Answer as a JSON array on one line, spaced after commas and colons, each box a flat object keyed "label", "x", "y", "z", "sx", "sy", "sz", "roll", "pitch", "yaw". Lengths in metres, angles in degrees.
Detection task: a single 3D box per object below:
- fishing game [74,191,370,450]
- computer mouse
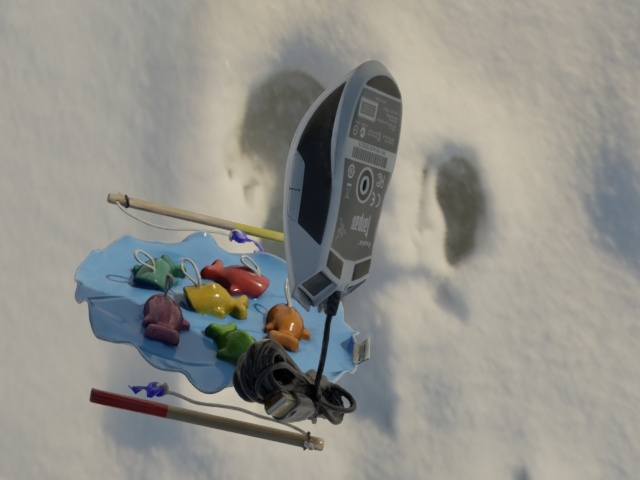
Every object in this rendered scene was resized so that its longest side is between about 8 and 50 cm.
[{"label": "fishing game", "x": -0.059, "y": 0.038, "z": 1.002, "sx": 0.189, "sy": 0.264, "sz": 0.041, "roll": 15, "pitch": 115, "yaw": -8}, {"label": "computer mouse", "x": 0.000, "y": 0.000, "z": 0.834, "sx": 0.042, "sy": 0.106, "sz": 0.193, "roll": 11, "pitch": 88, "yaw": 28}]
